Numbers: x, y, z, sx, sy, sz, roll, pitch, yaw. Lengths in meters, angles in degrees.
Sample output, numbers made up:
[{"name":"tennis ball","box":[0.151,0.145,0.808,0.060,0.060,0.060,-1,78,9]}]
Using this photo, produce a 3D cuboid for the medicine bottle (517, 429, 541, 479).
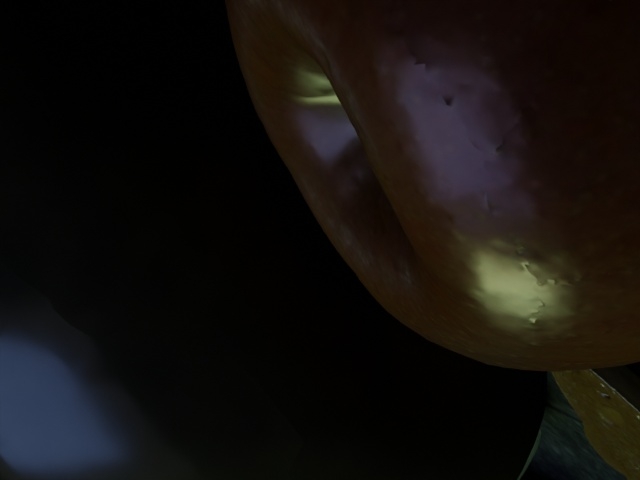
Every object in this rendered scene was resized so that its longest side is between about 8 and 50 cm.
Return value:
[{"name":"medicine bottle","box":[0.036,0.103,1.363,0.247,0.147,0.147,37,164,24]}]

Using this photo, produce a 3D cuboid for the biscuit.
[{"name":"biscuit","box":[0.221,0.138,1.180,0.250,0.035,0.162,47,160,-14]}]

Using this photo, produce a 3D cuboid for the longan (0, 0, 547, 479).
[{"name":"longan","box":[-0.061,0.022,0.826,0.350,0.288,0.288,44,166,-16]}]

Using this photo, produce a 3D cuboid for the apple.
[{"name":"apple","box":[0.082,-0.076,0.626,0.251,0.206,0.272,48,166,-4]}]
